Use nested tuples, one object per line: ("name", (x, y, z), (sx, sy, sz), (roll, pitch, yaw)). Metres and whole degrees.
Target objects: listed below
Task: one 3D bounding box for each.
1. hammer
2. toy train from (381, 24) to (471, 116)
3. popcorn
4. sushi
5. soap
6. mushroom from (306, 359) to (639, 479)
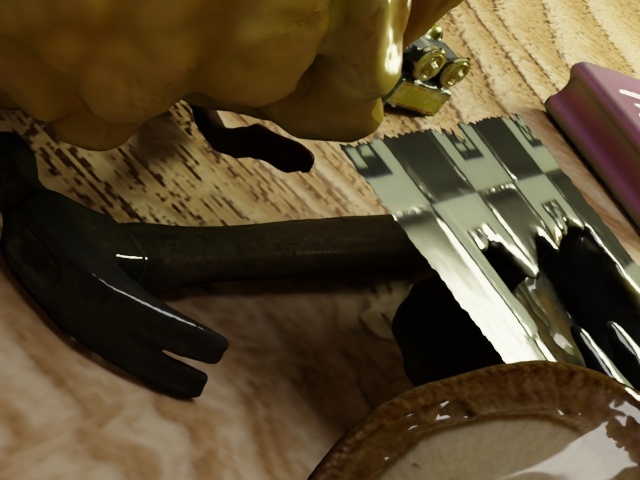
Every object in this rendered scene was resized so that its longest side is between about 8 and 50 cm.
("hammer", (0.000, 0.000, 0.809), (0.440, 0.044, 0.168), (-5, 47, -50))
("toy train", (0.044, -0.143, 1.042), (0.202, 0.081, 0.060), (6, 40, -53))
("popcorn", (-0.068, -0.180, 0.719), (0.349, 0.382, 0.349), (0, 57, 0))
("sushi", (0.129, 0.072, 0.800), (0.296, 0.100, 0.373), (53, 22, 6))
("soap", (0.312, -0.078, 1.240), (0.122, 0.065, 0.203), (10, 37, -39))
("mushroom", (0.080, 0.163, 0.535), (0.138, 0.194, 0.231), (62, 35, -42))
